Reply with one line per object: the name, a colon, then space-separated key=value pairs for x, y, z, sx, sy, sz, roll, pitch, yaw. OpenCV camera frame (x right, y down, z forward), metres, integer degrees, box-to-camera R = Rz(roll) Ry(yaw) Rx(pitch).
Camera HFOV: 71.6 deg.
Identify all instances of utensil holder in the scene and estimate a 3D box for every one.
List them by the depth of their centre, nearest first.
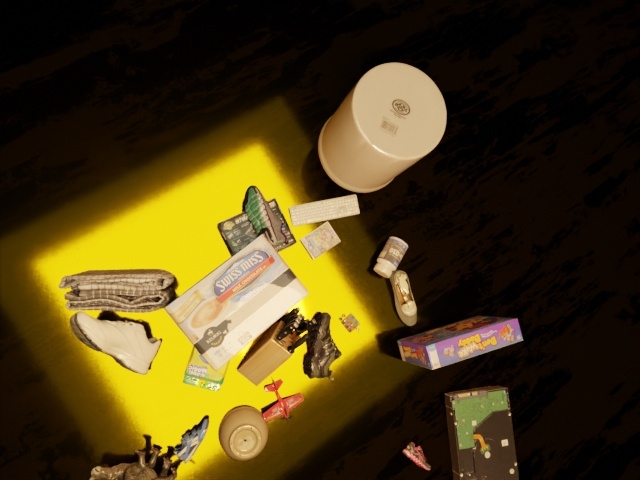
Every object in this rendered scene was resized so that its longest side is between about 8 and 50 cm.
utensil holder: x=0.194 y=-0.362 z=1.487 sx=0.328 sy=0.385 sz=0.327 roll=2 pitch=82 yaw=-14

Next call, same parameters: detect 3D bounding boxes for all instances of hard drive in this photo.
hard drive: x=0.583 y=0.714 z=1.609 sx=0.237 sy=0.064 sz=0.338 roll=-4 pitch=85 yaw=-14

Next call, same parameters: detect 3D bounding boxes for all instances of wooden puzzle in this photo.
wooden puzzle: x=0.107 y=0.293 z=1.577 sx=0.049 sy=0.006 sz=0.083 roll=-39 pitch=93 yaw=-15

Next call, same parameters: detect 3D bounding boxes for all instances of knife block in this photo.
knife block: x=-0.136 y=0.336 z=1.391 sx=0.088 sy=0.242 sz=0.275 roll=40 pitch=76 yaw=-5

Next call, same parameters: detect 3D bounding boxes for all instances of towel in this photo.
towel: x=-0.585 y=0.151 z=1.313 sx=0.284 sy=0.235 sz=0.121 roll=-1 pitch=90 yaw=-13

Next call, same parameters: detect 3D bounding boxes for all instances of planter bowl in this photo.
planter bowl: x=-0.239 y=0.619 z=1.399 sx=0.162 sy=0.109 sz=0.161 roll=2 pitch=83 yaw=-13

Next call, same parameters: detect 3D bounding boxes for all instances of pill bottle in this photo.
pill bottle: x=0.253 y=0.062 z=1.605 sx=0.078 sy=0.078 sz=0.137 roll=33 pitch=77 yaw=-8

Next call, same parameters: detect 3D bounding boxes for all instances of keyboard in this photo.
keyboard: x=0.017 y=-0.109 z=1.603 sx=0.256 sy=0.014 sz=0.072 roll=-12 pitch=86 yaw=-14

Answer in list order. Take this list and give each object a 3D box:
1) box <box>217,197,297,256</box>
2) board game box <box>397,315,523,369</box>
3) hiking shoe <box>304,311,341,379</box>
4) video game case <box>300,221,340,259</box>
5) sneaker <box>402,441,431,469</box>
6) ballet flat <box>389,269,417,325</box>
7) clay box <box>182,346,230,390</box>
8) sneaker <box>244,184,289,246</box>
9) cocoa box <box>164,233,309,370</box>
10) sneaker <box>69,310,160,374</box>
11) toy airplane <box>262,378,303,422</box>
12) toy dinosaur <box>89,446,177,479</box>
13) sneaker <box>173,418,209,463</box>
box: x=-0.216 y=-0.022 z=1.516 sx=0.220 sy=0.051 sz=0.175 roll=-27 pitch=90 yaw=-15
board game box: x=0.475 y=0.347 z=1.543 sx=0.347 sy=0.233 sz=0.078 roll=-13 pitch=86 yaw=-14
hiking shoe: x=0.017 y=0.360 z=1.519 sx=0.114 sy=0.086 sz=0.226 roll=13 pitch=85 yaw=-25
video game case: x=0.000 y=0.000 z=1.586 sx=0.122 sy=0.011 sz=0.087 roll=-34 pitch=92 yaw=-15
sneaker: x=0.348 y=0.757 z=1.560 sx=0.119 sy=0.047 sz=0.057 roll=42 pitch=64 yaw=-7
ballet flat: x=0.305 y=0.209 z=1.604 sx=0.072 sy=0.068 sz=0.213 roll=-17 pitch=87 yaw=-15
clay box: x=-0.352 y=0.367 z=1.432 sx=0.128 sy=0.053 sz=0.221 roll=18 pitch=78 yaw=-10
sneaker: x=-0.180 y=-0.079 z=1.481 sx=0.098 sy=0.083 sz=0.223 roll=-5 pitch=71 yaw=-50
cocoa box: x=-0.251 y=0.179 z=1.336 sx=0.347 sy=0.231 sz=0.228 roll=-39 pitch=93 yaw=-16
sneaker: x=-0.607 y=0.285 z=1.321 sx=0.297 sy=0.111 sz=0.129 roll=54 pitch=54 yaw=-41
toy airplane: x=-0.136 y=0.531 z=1.474 sx=0.151 sy=0.028 sz=0.151 roll=5 pitch=78 yaw=-25
toy dinosaur: x=-0.506 y=0.717 z=1.301 sx=0.314 sy=0.121 sz=0.160 roll=23 pitch=77 yaw=12
sneaker: x=-0.401 y=0.620 z=1.389 sx=0.059 sy=0.053 sz=0.144 roll=34 pitch=75 yaw=-5
